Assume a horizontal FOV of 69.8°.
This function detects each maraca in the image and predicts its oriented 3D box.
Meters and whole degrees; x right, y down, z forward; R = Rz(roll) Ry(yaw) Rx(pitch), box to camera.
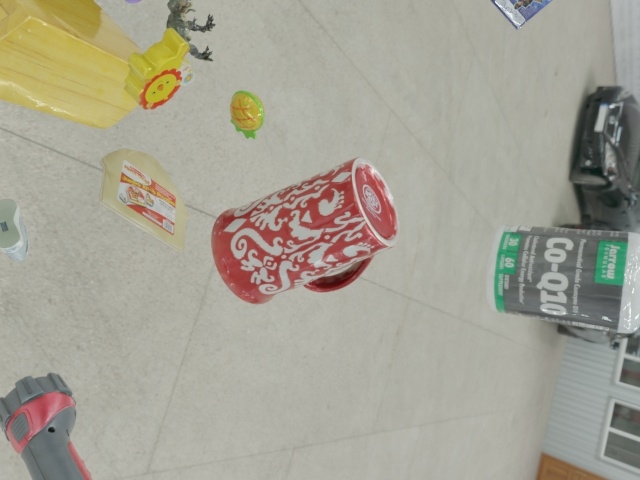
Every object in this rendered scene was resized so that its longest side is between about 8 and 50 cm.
[{"bbox_3d":[-0.238,-0.400,1.470,0.099,0.127,0.186,-48,174,-32],"label":"maraca"}]

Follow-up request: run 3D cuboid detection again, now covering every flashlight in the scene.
[{"bbox_3d":[-0.347,0.318,0.635,0.103,0.304,0.103,-24,139,-41],"label":"flashlight"}]

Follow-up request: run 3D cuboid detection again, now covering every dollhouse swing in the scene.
[{"bbox_3d":[-0.503,-0.263,0.696,0.305,0.347,0.315,-50,160,14],"label":"dollhouse swing"}]

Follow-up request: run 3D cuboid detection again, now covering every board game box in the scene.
[{"bbox_3d":[0.473,-0.627,1.107,0.201,0.136,0.035,28,45,-30],"label":"board game box"}]

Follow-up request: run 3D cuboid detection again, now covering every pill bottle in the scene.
[{"bbox_3d":[0.548,0.077,0.950,0.204,0.360,0.204,-12,104,-56],"label":"pill bottle"}]

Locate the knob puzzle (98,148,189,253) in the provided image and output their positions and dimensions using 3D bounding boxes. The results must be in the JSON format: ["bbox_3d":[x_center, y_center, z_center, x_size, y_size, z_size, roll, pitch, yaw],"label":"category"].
[{"bbox_3d":[-0.318,-0.085,0.829,0.213,0.030,0.213,50,21,-27],"label":"knob puzzle"}]

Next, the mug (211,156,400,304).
[{"bbox_3d":[-0.003,-0.009,0.487,0.150,0.169,0.113,8,64,-56],"label":"mug"}]

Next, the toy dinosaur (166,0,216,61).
[{"bbox_3d":[-0.305,-0.463,1.058,0.118,0.268,0.064,-17,72,-31],"label":"toy dinosaur"}]

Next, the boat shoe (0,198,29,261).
[{"bbox_3d":[-0.865,-0.027,1.276,0.079,0.227,0.081,-21,141,-24],"label":"boat shoe"}]

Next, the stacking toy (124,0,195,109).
[{"bbox_3d":[-0.103,-0.228,0.353,0.221,0.167,0.052,-42,175,-12],"label":"stacking toy"}]
